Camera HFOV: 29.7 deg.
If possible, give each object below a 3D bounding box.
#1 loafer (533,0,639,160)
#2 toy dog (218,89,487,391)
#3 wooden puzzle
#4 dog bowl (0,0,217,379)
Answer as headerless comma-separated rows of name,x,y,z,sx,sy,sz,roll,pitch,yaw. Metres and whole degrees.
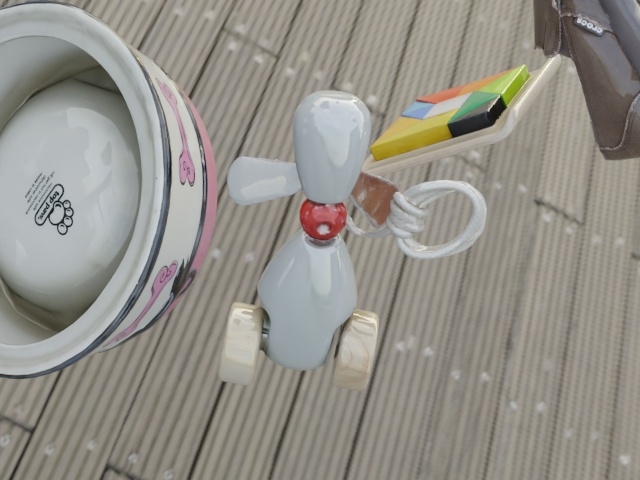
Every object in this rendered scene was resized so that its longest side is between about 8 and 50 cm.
loafer,0.259,-0.238,1.220,0.134,0.130,0.366,-11,75,-57
toy dog,0.000,0.000,1.203,0.220,0.334,0.161,25,28,-14
wooden puzzle,0.153,-0.144,1.422,0.044,0.238,0.221,60,34,-14
dog bowl,-0.291,-0.052,1.356,0.150,0.408,0.408,8,50,-60
